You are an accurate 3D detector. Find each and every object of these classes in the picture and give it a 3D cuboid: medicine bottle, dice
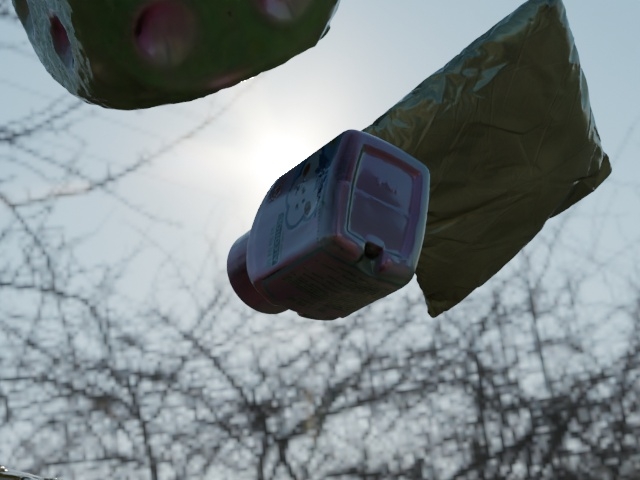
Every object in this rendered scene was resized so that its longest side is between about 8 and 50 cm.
[{"bbox_3d":[0.000,0.000,1.091,0.094,0.119,0.188,25,-31,-24],"label":"medicine bottle"},{"bbox_3d":[-0.175,-0.344,1.429,0.322,0.330,0.318,-24,32,-19],"label":"dice"}]

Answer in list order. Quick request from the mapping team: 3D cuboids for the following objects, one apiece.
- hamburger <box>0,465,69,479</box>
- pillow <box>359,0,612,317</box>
[{"bbox_3d":[-0.117,0.175,0.626,0.214,0.108,0.213,14,-17,5],"label":"hamburger"},{"bbox_3d":[0.182,-0.082,1.368,0.274,0.076,0.280,-39,-45,-11],"label":"pillow"}]
